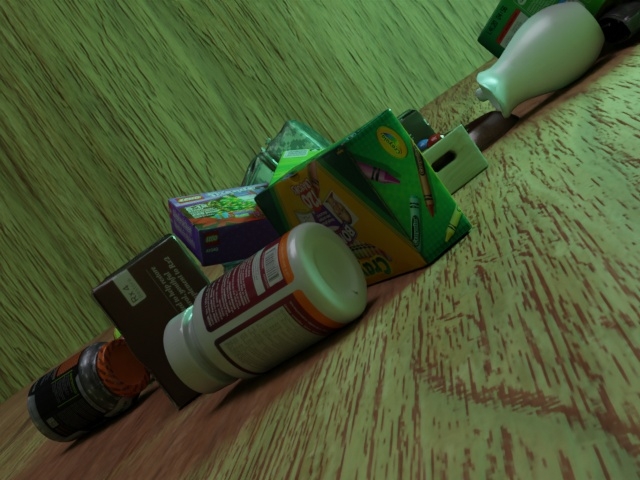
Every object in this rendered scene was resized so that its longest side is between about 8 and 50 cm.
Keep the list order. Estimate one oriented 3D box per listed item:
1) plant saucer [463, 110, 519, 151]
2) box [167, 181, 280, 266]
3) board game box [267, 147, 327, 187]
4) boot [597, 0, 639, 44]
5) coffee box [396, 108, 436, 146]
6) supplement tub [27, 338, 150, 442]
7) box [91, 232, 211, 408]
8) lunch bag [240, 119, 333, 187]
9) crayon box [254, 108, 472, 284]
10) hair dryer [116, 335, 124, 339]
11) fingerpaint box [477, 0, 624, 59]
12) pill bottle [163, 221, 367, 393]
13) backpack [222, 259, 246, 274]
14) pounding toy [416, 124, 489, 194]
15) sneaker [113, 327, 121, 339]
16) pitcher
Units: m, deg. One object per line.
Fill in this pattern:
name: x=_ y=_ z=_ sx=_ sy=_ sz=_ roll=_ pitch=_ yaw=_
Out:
plant saucer: x=0.238 y=-0.161 z=1.944 sx=0.199 sy=0.036 sz=0.198 roll=-35 pitch=5 yaw=3
box: x=-0.056 y=-0.038 z=1.689 sx=0.293 sy=0.057 sz=0.201 roll=-11 pitch=17 yaw=-17
board game box: x=-0.004 y=-0.094 z=1.695 sx=0.124 sy=0.039 sz=0.259 roll=-3 pitch=14 yaw=5
boot: x=0.539 y=-0.403 z=1.896 sx=0.229 sy=0.091 sz=0.263 roll=-38 pitch=4 yaw=4
coffee box: x=0.152 y=-0.178 z=2.260 sx=0.141 sy=0.098 sz=0.246 roll=-36 pitch=6 yaw=4
supplement tub: x=-0.360 y=0.232 z=1.828 sx=0.190 sy=0.117 sz=0.117 roll=-31 pitch=7 yaw=33
box: x=-0.210 y=0.100 z=1.661 sx=0.143 sy=0.191 sz=0.381 roll=-36 pitch=6 yaw=-4
lunch bag: x=-0.065 y=-0.108 z=2.517 sx=0.256 sy=0.213 sz=0.305 roll=-52 pitch=3 yaw=7
crayon box: x=0.042 y=-0.035 z=1.399 sx=0.081 sy=0.165 sz=0.278 roll=-38 pitch=6 yaw=-26
hair dryer: x=-0.311 y=0.177 z=2.008 sx=0.294 sy=0.080 sz=0.223 roll=-20 pitch=7 yaw=12
fingerpaint box: x=0.505 y=-0.522 z=2.003 sx=0.371 sy=0.163 sz=0.444 roll=-40 pitch=-13 yaw=-39
pill bottle: x=-0.065 y=0.081 z=1.305 sx=0.221 sy=0.121 sz=0.121 roll=-32 pitch=7 yaw=29
backpack: x=-0.075 y=0.023 z=1.848 sx=0.182 sy=0.115 sz=0.152 roll=-24 pitch=11 yaw=47
pounding toy: x=0.146 y=-0.104 z=1.674 sx=0.141 sy=0.100 sz=0.130 roll=-37 pitch=5 yaw=-15
sneaker: x=-0.392 y=0.172 z=2.697 sx=0.209 sy=0.081 sz=0.094 roll=-35 pitch=8 yaw=1
pitcher: x=0.347 y=-0.292 z=1.903 sx=0.207 sy=0.125 sz=0.178 roll=-38 pitch=10 yaw=2
